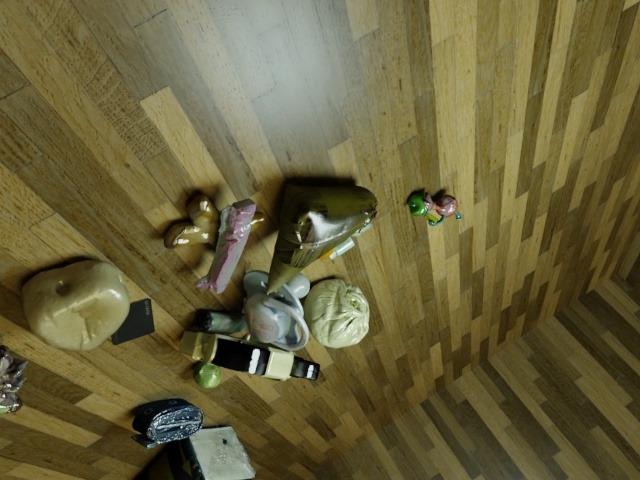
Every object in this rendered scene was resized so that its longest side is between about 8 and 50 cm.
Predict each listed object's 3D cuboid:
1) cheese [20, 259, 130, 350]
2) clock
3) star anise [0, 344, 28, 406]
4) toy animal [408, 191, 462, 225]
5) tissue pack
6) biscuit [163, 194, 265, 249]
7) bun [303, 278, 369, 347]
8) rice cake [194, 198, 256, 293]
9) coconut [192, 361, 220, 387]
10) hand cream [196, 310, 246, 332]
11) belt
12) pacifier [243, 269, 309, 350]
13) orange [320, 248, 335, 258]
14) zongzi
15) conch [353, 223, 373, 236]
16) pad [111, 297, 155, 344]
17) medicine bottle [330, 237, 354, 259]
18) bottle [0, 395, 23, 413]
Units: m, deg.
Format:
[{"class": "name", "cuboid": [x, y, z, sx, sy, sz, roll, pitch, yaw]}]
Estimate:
[{"class": "cheese", "cuboid": [-0.534, 0.145, 1.190, 0.218, 0.117, 0.235, 10, 122, -45]}, {"class": "clock", "cuboid": [-0.201, 0.342, 1.613, 0.379, 0.276, 0.120, 30, 72, -49]}, {"class": "star anise", "cuboid": [-0.758, 0.311, 1.218, 0.236, 0.093, 0.229, -41, 146, 12]}, {"class": "toy animal", "cuboid": [0.361, -0.093, 1.685, 0.100, 0.103, 0.208, -5, 175, 43]}, {"class": "tissue pack", "cuboid": [-0.485, 0.906, 2.040, 0.416, 0.253, 0.264, -48, 144, 15]}, {"class": "biscuit", "cuboid": [-0.247, -0.028, 1.285, 0.164, 0.047, 0.208, -46, 146, 21]}, {"class": "bun", "cuboid": [0.063, 0.221, 1.698, 0.229, 0.229, 0.145, 6, 151, -44]}, {"class": "rice cake", "cuboid": [-0.222, 0.021, 1.281, 0.081, 0.051, 0.290, -7, 139, -37]}, {"class": "coconut", "cuboid": [-0.353, 0.417, 1.703, 0.088, 0.088, 0.096, -34, 153, -2]}, {"class": "hand cream", "cuboid": [-0.273, 0.239, 1.591, 0.086, 0.055, 0.235, -42, 153, 14]}, {"class": "belt", "cuboid": [-0.491, 0.571, 1.749, 0.218, 0.128, 0.122, 8, 90, -48]}, {"class": "pacifier", "cuboid": [-0.102, 0.175, 1.549, 0.226, 0.238, 0.287, -49, 154, -38]}, {"class": "orange", "cuboid": [0.003, 0.012, 1.518, 0.083, 0.083, 0.070, -46, 161, 15]}, {"class": "zongzi", "cuboid": [0.000, 0.000, 1.420, 0.274, 0.145, 0.300, -5, 124, -38]}, {"class": "conch", "cuboid": [0.075, -0.044, 1.543, 0.180, 0.088, 0.065, 0, 90, -31]}, {"class": "pad", "cuboid": [-0.487, 0.211, 1.410, 0.112, 0.003, 0.157, -17, 142, -25]}, {"class": "medicine bottle", "cuboid": [0.055, 0.017, 1.600, 0.083, 0.047, 0.047, -33, 146, -2]}, {"class": "bottle", "cuboid": [-0.794, 0.410, 1.354, 0.063, 0.047, 0.101, -22, 160, 32]}]
